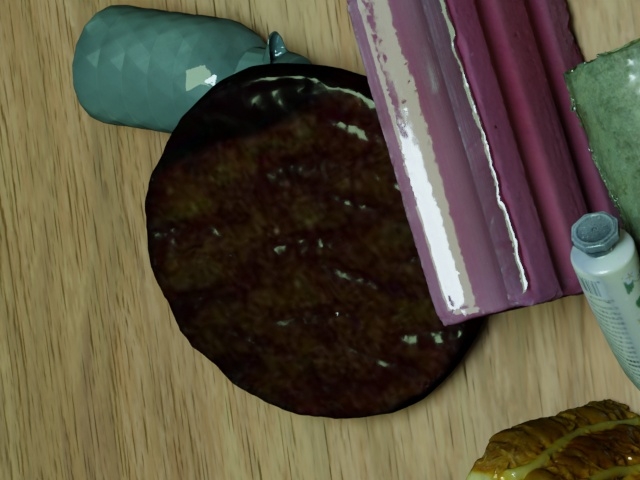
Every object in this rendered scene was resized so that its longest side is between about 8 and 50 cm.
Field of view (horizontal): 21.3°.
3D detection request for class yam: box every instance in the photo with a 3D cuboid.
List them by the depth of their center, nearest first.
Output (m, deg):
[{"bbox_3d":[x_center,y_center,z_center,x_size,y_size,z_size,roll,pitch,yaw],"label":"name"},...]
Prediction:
[{"bbox_3d":[0.353,-0.059,1.597,0.168,0.168,0.304,-30,75,34],"label":"yam"}]

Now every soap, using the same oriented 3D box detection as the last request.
[{"bbox_3d":[0.177,-0.110,1.677,0.128,0.233,0.359,-20,82,39],"label":"soap"}]

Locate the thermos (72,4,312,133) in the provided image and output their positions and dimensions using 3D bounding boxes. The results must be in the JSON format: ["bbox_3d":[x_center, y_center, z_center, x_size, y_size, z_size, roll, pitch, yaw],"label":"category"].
[{"bbox_3d":[-0.135,-0.175,1.965,0.287,0.145,0.182,13,133,32],"label":"thermos"}]

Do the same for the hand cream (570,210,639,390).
[{"bbox_3d":[0.292,0.079,1.611,0.059,0.276,0.095,-32,43,-5],"label":"hand cream"}]

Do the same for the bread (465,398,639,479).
[{"bbox_3d":[0.266,0.241,1.614,0.185,0.275,0.114,24,110,33],"label":"bread"}]

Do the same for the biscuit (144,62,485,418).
[{"bbox_3d":[0.000,0.000,1.849,0.407,0.091,0.407,11,114,24],"label":"biscuit"}]
